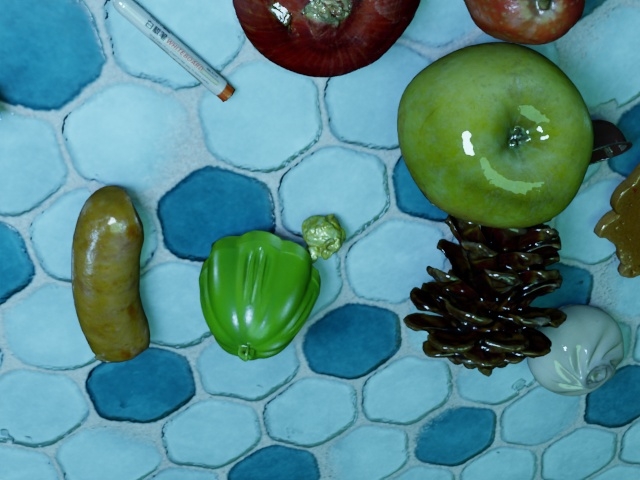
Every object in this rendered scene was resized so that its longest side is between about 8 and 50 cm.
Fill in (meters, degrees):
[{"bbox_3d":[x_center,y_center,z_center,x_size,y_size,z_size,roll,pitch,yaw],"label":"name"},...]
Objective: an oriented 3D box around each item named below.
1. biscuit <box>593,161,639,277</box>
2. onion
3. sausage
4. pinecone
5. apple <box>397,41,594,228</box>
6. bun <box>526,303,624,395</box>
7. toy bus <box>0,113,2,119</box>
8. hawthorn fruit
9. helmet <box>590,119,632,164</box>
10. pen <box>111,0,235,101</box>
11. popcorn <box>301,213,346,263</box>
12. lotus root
[{"bbox_3d":[0.535,-0.060,1.464,0.183,0.043,0.280,-5,121,-18],"label":"biscuit"},{"bbox_3d":[0.015,-0.302,1.075,0.248,0.161,0.248,-19,148,-12],"label":"onion"},{"bbox_3d":[-0.291,0.047,1.257,0.108,0.109,0.271,-3,125,-15],"label":"sausage"},{"bbox_3d":[0.251,0.067,1.353,0.244,0.244,0.309,1,105,-17],"label":"pinecone"},{"bbox_3d":[0.229,-0.139,1.188,0.260,0.194,0.261,0,90,-9],"label":"apple"},{"bbox_3d":[0.450,0.200,1.575,0.172,0.120,0.173,-8,124,-12],"label":"bun"},{"bbox_3d":[-0.464,-0.154,1.084,0.153,0.061,0.051,-13,125,-9],"label":"toy bus"},{"bbox_3d":[0.258,-0.304,1.105,0.162,0.203,0.163,-7,129,-9],"label":"hawthorn fruit"},{"bbox_3d":[0.401,-0.149,1.349,0.111,0.057,0.089,-16,170,0],"label":"helmet"},{"bbox_3d":[-0.189,-0.246,1.124,0.026,0.026,0.218,-42,125,14],"label":"pen"},{"bbox_3d":[-0.001,-0.002,1.334,0.068,0.059,0.083,36,105,9],"label":"popcorn"},{"bbox_3d":[-0.094,0.105,1.285,0.186,0.186,0.186,-8,126,-11],"label":"lotus root"}]
